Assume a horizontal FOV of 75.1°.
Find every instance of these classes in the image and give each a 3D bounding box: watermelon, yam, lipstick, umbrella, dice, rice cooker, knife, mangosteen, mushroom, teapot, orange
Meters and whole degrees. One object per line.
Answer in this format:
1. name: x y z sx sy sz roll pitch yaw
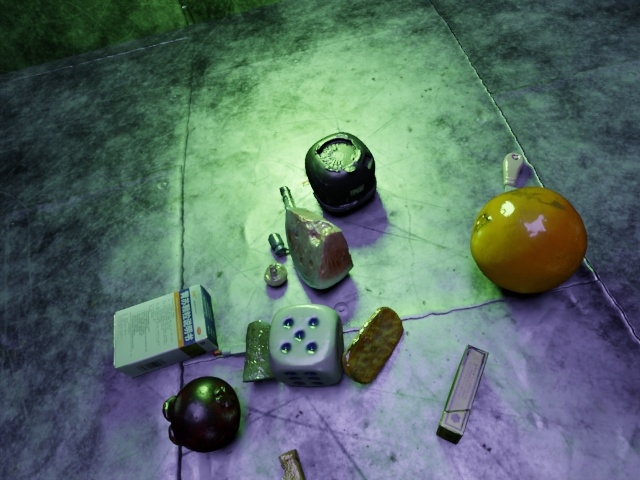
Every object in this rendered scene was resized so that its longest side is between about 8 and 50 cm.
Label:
1. watermelon: 0.000 0.000 1.378 0.147 0.226 0.319 -11 63 -28
2. yam: -0.178 0.339 1.245 0.106 0.107 0.183 -9 54 6
3. lipstick: -0.279 0.347 1.304 0.129 0.030 0.030 -10 56 5
4. umbrella: -0.115 -0.132 1.583 0.046 0.050 0.189 -9 52 -19
5. dice: -0.036 0.301 1.188 0.193 0.193 0.192 -3 58 8
6. rice cooker: 0.074 -0.246 1.504 0.266 0.225 0.268 -2 62 4
7. knife: 0.671 -0.165 1.457 0.081 0.043 0.336 12 66 11
8. mangosteen: -0.318 0.477 1.137 0.209 0.210 0.210 -5 56 8
9. mushroom: -0.154 0.109 1.406 0.084 0.079 0.085 -4 56 5
10. teapot: -0.151 0.015 1.495 0.049 0.063 0.083 -43 56 20
11. orange: 0.591 -0.002 1.197 0.311 0.312 0.313 -5 56 8

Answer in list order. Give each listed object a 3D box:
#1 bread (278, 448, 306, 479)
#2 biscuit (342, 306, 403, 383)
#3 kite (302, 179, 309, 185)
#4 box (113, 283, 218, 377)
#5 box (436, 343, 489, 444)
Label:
1. bread: -0.066 0.654 1.046 0.087 0.049 0.226 -24 55 -5
2. biscuit: 0.156 0.301 1.210 0.118 0.029 0.247 47 62 -7
3. kite: 0.013 -0.253 1.654 0.183 0.014 0.241 -23 57 -3
4. box: -0.499 0.290 1.343 0.299 0.106 0.200 -18 56 -2
5. box: 0.365 0.398 1.073 0.064 0.141 0.220 18 63 21
